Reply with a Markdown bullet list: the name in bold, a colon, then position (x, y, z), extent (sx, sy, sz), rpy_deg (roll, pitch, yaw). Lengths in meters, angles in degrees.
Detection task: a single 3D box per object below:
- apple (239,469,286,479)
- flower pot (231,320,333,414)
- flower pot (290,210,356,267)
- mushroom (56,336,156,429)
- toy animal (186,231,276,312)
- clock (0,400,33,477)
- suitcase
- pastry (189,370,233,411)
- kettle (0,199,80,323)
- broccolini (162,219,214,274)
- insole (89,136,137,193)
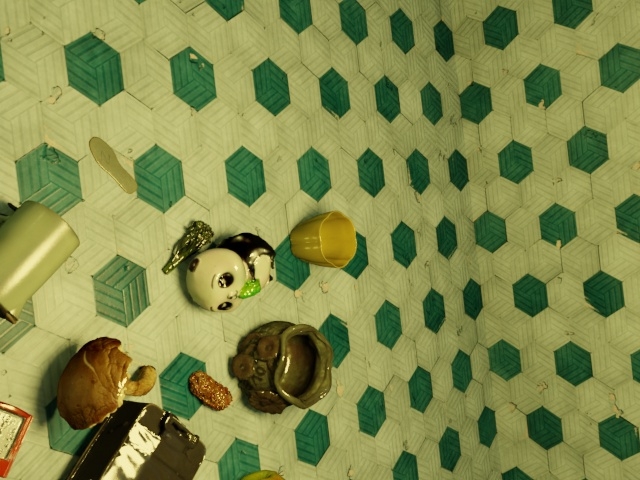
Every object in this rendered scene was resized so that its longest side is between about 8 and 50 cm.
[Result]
- **apple**: position (-0.160, 0.813, 2.027), extent (0.246, 0.246, 0.227), rpy_deg (-9, 77, -47)
- **flower pot**: position (-0.120, 0.399, 2.132), extent (0.301, 0.213, 0.302), rpy_deg (7, 81, -47)
- **flower pot**: position (0.000, 0.000, 2.326), extent (0.195, 0.179, 0.195), rpy_deg (4, 85, -46)
- **mushroom**: position (-0.506, 0.353, 1.703), extent (0.301, 0.233, 0.208), rpy_deg (-4, 127, -40)
- **toy animal**: position (-0.266, 0.100, 2.013), extent (0.266, 0.212, 0.213), rpy_deg (-42, 116, -44)
- **clock**: position (-0.756, 0.458, 1.564), extent (0.113, 0.061, 0.155), rpy_deg (40, 55, -37)
- **suitcase**: position (-0.493, 0.638, 1.722), extent (0.283, 0.194, 0.434), rpy_deg (50, 53, -31)
- **pastry**: position (-0.322, 0.456, 2.021), extent (0.169, 0.063, 0.087), rpy_deg (43, 54, -34)
- **kettle**: position (-0.736, 0.035, 1.576), extent (0.240, 0.165, 0.255), rpy_deg (36, 61, -5)
- **broccolini**: position (-0.387, 0.027, 1.997), extent (0.203, 0.068, 0.091), rpy_deg (-62, 146, -30)
- **insole**: position (-0.575, -0.207, 1.865), extent (0.188, 0.004, 0.064), rpy_deg (55, 52, -27)
